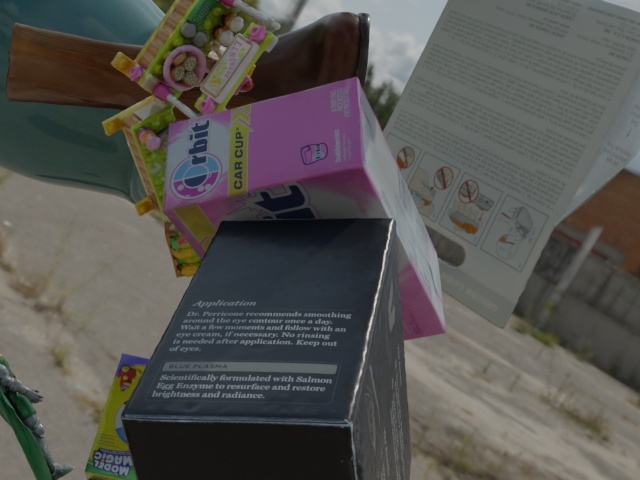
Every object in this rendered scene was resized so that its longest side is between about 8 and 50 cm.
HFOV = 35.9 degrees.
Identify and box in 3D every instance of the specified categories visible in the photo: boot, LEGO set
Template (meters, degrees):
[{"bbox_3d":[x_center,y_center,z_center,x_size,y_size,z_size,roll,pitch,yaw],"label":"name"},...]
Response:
[{"bbox_3d":[-0.120,-0.156,0.850,0.281,0.096,0.264,11,-8,-23],"label":"boot"},{"bbox_3d":[-0.077,-0.081,0.723,0.132,0.287,0.107,0,28,-42],"label":"LEGO set"}]

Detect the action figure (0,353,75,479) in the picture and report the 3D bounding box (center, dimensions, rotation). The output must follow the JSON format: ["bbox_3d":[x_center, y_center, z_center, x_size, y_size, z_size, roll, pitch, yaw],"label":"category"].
[{"bbox_3d":[-0.415,0.224,1.350,0.232,0.063,0.137,59,-22,-1],"label":"action figure"}]

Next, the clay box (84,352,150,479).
[{"bbox_3d":[-0.266,0.289,1.474,0.128,0.222,0.053,12,-31,-1],"label":"clay box"}]

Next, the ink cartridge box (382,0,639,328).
[{"bbox_3d":[0.224,-0.123,1.212,0.091,0.385,0.308,15,14,-45],"label":"ink cartridge box"}]

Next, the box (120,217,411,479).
[{"bbox_3d":[-0.011,0.093,0.457,0.093,0.156,0.158,0,29,11],"label":"box"}]

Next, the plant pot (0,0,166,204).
[{"bbox_3d":[-0.260,-0.175,1.080,0.255,0.271,0.272,28,4,9],"label":"plant pot"}]

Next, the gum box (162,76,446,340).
[{"bbox_3d":[0.000,0.000,0.571,0.188,0.107,0.062,58,24,-51],"label":"gum box"}]
